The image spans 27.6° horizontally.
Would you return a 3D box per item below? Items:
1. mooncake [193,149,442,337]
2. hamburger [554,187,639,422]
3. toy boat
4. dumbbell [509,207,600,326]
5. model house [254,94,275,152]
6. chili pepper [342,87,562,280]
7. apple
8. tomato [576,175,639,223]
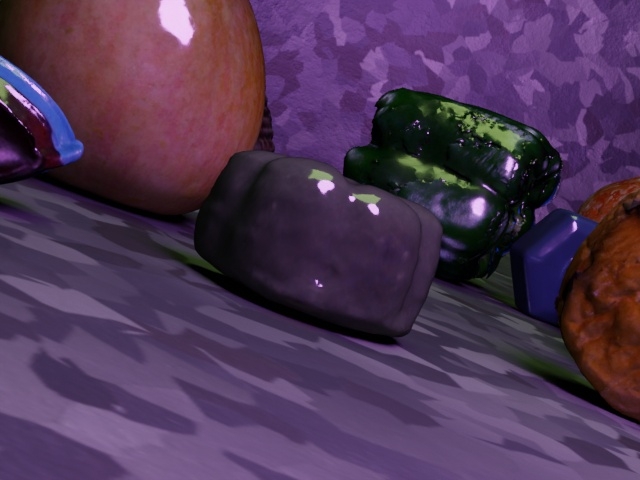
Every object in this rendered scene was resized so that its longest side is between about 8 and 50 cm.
[{"bbox_3d":[0.000,0.000,0.936,0.168,0.104,0.175,17,0,13],"label":"mooncake"},{"bbox_3d":[0.278,0.054,1.027,0.130,0.206,0.183,-23,68,-44],"label":"hamburger"},{"bbox_3d":[-0.263,-0.096,0.853,0.223,0.100,0.097,22,19,-7],"label":"toy boat"},{"bbox_3d":[0.340,0.060,1.505,0.143,0.156,0.316,52,-4,-17],"label":"dumbbell"},{"bbox_3d":[-0.168,-0.172,1.684,0.248,0.230,0.280,56,11,3],"label":"model house"},{"bbox_3d":[0.163,-0.078,1.690,0.257,0.233,0.248,30,-3,13],"label":"chili pepper"},{"bbox_3d":[-0.163,-0.154,1.139,0.257,0.233,0.257,22,1,-1],"label":"apple"},{"bbox_3d":[0.481,0.041,1.863,0.270,0.222,0.270,23,-19,8],"label":"tomato"}]
